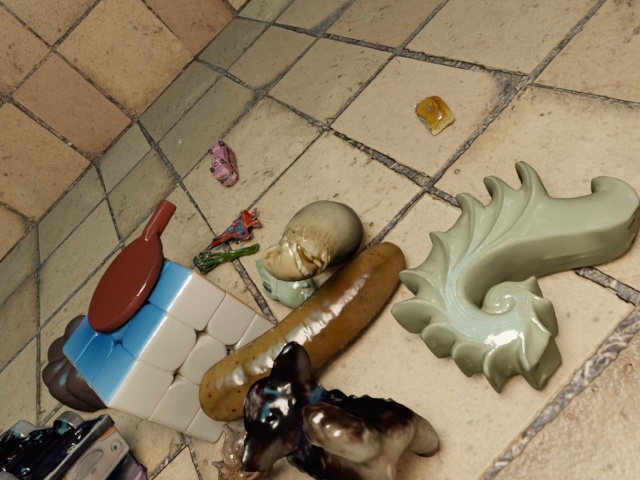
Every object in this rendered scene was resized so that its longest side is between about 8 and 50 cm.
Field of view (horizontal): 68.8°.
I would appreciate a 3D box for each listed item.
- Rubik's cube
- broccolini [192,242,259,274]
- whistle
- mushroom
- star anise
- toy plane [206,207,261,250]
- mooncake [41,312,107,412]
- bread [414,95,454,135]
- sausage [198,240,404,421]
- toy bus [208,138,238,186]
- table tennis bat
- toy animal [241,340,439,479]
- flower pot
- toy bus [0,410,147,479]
[{"bbox_3d":[-0.326,0.221,1.040,0.292,0.291,0.290,14,68,46],"label":"Rubik's cube"},{"bbox_3d":[-0.262,0.041,1.333,0.216,0.058,0.067,-18,88,20],"label":"broccolini"},{"bbox_3d":[-0.083,0.094,1.077,0.253,0.106,0.101,21,97,53],"label":"whistle"},{"bbox_3d":[0.000,0.000,0.906,0.177,0.397,0.126,-41,85,5],"label":"mushroom"},{"bbox_3d":[-0.145,0.423,0.863,0.172,0.063,0.207,29,108,52],"label":"star anise"},{"bbox_3d":[-0.252,-0.019,1.354,0.189,0.061,0.130,-39,41,16],"label":"toy plane"},{"bbox_3d":[-0.650,0.334,1.337,0.306,0.154,0.306,-21,45,23],"label":"mooncake"},{"bbox_3d":[0.277,-0.313,1.145,0.072,0.053,0.105,-36,47,18],"label":"bread"},{"bbox_3d":[-0.023,0.184,0.919,0.501,0.123,0.136,-38,46,-3],"label":"sausage"},{"bbox_3d":[-0.331,-0.267,1.600,0.063,0.090,0.203,-34,41,15],"label":"toy bus"},{"bbox_3d":[-0.394,0.048,0.988,0.200,0.038,0.310,0,58,41],"label":"table tennis bat"},{"bbox_3d":[-0.002,0.283,0.708,0.345,0.302,0.194,4,58,41],"label":"toy animal"},{"bbox_3d":[0.302,0.041,0.749,0.254,0.164,0.367,28,78,43],"label":"flower pot"},{"bbox_3d":[-0.615,0.555,1.043,0.440,0.249,0.209,-20,17,28],"label":"toy bus"}]
